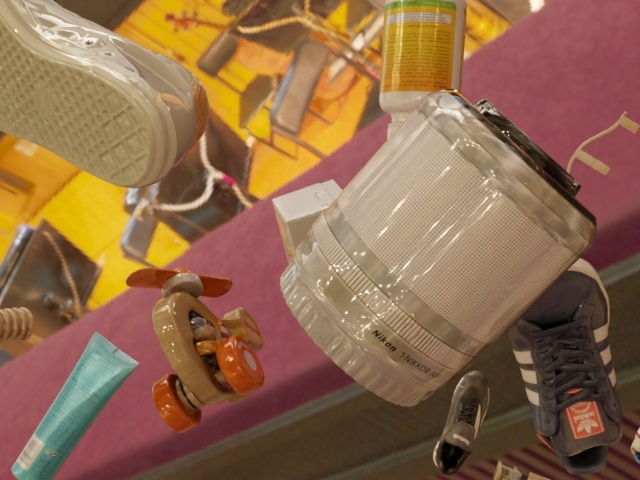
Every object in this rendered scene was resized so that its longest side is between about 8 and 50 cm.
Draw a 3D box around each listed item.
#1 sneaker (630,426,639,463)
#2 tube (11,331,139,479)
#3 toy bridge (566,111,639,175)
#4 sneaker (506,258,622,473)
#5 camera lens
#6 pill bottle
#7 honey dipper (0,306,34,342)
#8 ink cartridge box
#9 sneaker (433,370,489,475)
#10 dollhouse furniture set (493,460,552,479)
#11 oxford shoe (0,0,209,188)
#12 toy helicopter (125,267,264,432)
[{"bbox_3d":[0.648,0.408,1.686,0.084,0.185,0.069,-44,46,-5],"label":"sneaker"},{"bbox_3d":[-0.330,0.229,1.144,0.207,0.080,0.052,-57,-13,-7],"label":"tube"},{"bbox_3d":[0.447,-0.130,1.416,0.188,0.063,0.026,-60,-12,17],"label":"toy bridge"},{"bbox_3d":[0.299,0.162,1.024,0.131,0.350,0.148,-17,46,13],"label":"sneaker"},{"bbox_3d":[0.120,0.003,0.874,0.274,0.219,0.219,-48,31,14],"label":"camera lens"},{"bbox_3d":[0.167,-0.278,1.427,0.136,0.136,0.246,8,95,59],"label":"pill bottle"},{"bbox_3d":[-0.309,0.074,0.698,0.030,0.160,0.031,1,91,36],"label":"honey dipper"},{"bbox_3d":[0.000,0.000,1.586,0.127,0.176,0.128,-17,26,-9],"label":"ink cartridge box"},{"bbox_3d":[0.297,0.389,1.792,0.106,0.078,0.234,-38,-33,-80],"label":"sneaker"},{"bbox_3d":[0.462,0.646,1.905,0.161,0.212,0.242,-2,-70,-79],"label":"dollhouse furniture set"},{"bbox_3d":[-0.299,-0.195,0.965,0.449,0.130,0.169,31,125,25],"label":"oxford shoe"},{"bbox_3d":[-0.170,0.138,1.324,0.140,0.235,0.355,-32,-7,9],"label":"toy helicopter"}]
